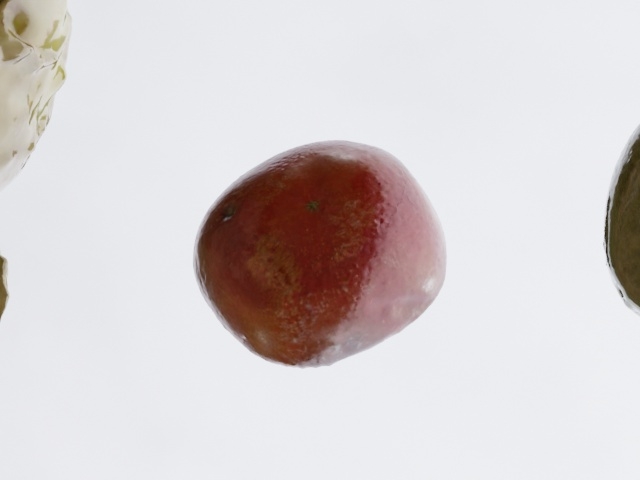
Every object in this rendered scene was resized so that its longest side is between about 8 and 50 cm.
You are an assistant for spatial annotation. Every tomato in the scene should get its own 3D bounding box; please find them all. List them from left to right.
[{"bbox_3d":[-0.005,-0.010,1.586,0.144,0.338,0.338,74,-1,-54],"label":"tomato"}]

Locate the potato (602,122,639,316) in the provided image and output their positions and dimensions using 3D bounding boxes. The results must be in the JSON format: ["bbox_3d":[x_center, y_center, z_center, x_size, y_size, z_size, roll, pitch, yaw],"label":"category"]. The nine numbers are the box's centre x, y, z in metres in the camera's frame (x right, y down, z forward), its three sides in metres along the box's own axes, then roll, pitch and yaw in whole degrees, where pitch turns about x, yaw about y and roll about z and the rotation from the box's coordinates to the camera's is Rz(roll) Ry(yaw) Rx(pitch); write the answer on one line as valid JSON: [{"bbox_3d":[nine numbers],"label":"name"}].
[{"bbox_3d":[0.296,-0.030,0.852,0.235,0.160,0.178,-49,-138,19],"label":"potato"}]

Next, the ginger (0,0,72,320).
[{"bbox_3d":[-0.193,-0.048,0.560,0.267,0.152,0.138,125,-19,-45],"label":"ginger"}]
